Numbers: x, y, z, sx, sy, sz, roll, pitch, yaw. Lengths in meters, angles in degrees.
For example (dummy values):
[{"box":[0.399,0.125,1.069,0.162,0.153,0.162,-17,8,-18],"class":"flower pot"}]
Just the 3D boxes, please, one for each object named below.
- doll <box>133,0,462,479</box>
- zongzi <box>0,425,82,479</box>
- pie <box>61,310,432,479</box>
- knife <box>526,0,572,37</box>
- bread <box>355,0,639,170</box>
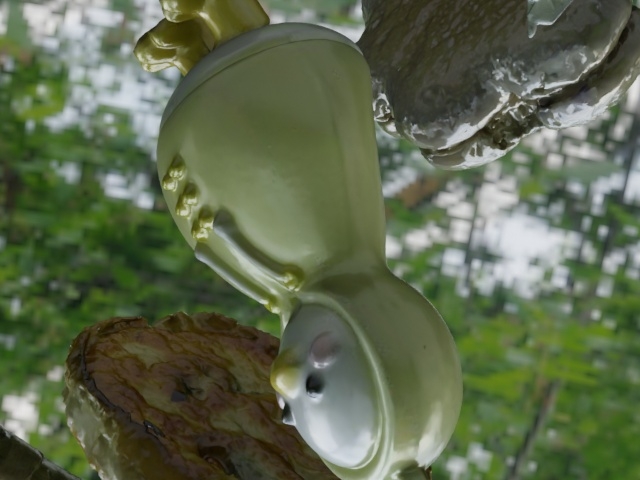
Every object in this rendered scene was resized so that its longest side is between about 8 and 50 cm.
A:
[{"box":[-0.010,0.002,0.950,0.117,0.141,0.296,-4,-116,-30],"class":"doll"},{"box":[-0.146,0.139,1.011,0.189,0.081,0.178,22,153,-11],"class":"zongzi"},{"box":[-0.055,0.164,1.501,0.315,0.092,0.315,22,-159,-9],"class":"pie"},{"box":[0.127,-0.240,0.887,0.047,0.297,0.017,8,-165,1],"class":"knife"},{"box":[0.116,-0.145,1.461,0.102,0.183,0.337,37,-179,-28],"class":"bread"}]
